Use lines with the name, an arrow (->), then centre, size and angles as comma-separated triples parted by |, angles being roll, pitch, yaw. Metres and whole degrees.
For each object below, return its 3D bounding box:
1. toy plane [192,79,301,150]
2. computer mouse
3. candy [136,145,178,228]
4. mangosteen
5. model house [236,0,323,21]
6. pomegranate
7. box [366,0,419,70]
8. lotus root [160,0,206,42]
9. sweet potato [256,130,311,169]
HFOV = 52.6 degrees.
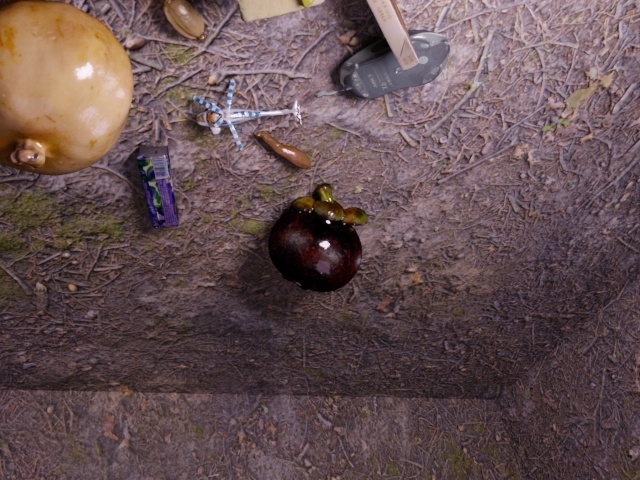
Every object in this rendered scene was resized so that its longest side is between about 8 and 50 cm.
toy plane -> -0.202, -0.354, 1.780 | 0.273, 0.107, 0.182 | -25, 100, -11
computer mouse -> 0.156, -0.463, 1.719 | 0.379, 0.090, 0.167 | -17, 142, 15
candy -> -0.487, -0.157, 1.951 | 0.088, 0.061, 0.312 | -4, 140, -8
mangosteen -> -0.007, 0.012, 2.104 | 0.330, 0.330, 0.330 | -7, 142, -6
model house -> -0.105, -0.578, 1.386 | 0.193, 0.234, 0.175 | -14, 142, -1
pomegranate -> -0.625, -0.322, 1.440 | 0.411, 0.412, 0.412 | -7, 142, -6
box -> 0.120, -0.579, 1.465 | 0.051, 0.205, 0.365 | -23, 140, 15
lotus root -> -0.327, -0.529, 1.528 | 0.073, 0.062, 0.150 | -7, 147, 32
sweet potato -> -0.111, -0.271, 1.919 | 0.214, 0.050, 0.050 | 28, 128, -34
